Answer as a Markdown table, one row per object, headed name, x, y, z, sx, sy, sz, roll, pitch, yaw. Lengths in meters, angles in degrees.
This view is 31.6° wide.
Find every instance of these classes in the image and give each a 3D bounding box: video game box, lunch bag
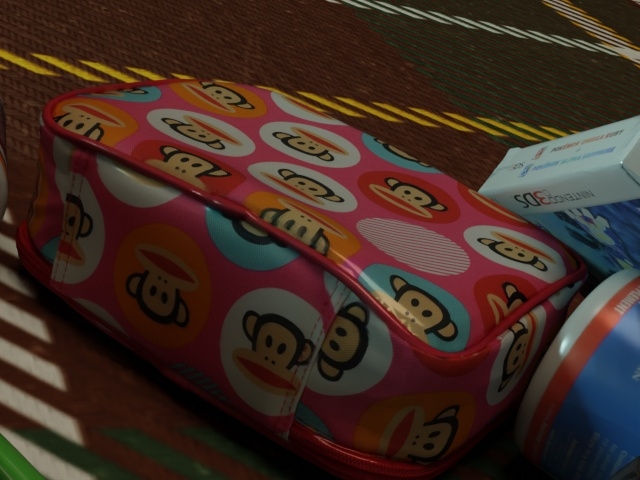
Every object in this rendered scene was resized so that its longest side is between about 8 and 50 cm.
| name | x | y | z | sx | sy | sz | roll | pitch | yaw |
| --- | --- | --- | --- | --- | --- | --- | --- | --- | --- |
| video game box | 0.208 | 0.018 | 0.665 | 0.205 | 0.048 | 0.187 | 43 | -10 | -9 |
| lunch bag | 0.000 | 0.000 | 0.664 | 0.293 | 0.120 | 0.258 | 30 | 27 | 23 |

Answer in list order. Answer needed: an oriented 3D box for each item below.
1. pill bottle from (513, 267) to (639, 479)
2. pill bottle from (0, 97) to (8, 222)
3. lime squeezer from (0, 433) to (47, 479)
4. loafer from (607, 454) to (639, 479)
| name | x | y | z | sx | sy | sz | roll | pitch | yaw |
| --- | --- | --- | --- | --- | --- | --- | --- | --- | --- |
| pill bottle | 0.221 | 0.118 | 0.575 | 0.221 | 0.124 | 0.124 | 32 | 29 | 27 |
| pill bottle | -0.229 | -0.059 | 0.665 | 0.086 | 0.086 | 0.152 | 9 | 27 | -21 |
| lime squeezer | -0.027 | 0.157 | 0.434 | 0.310 | 0.058 | 0.110 | 22 | -7 | 8 |
| loafer | 0.196 | 0.200 | 0.409 | 0.109 | 0.095 | 0.302 | 6 | 31 | -42 |
